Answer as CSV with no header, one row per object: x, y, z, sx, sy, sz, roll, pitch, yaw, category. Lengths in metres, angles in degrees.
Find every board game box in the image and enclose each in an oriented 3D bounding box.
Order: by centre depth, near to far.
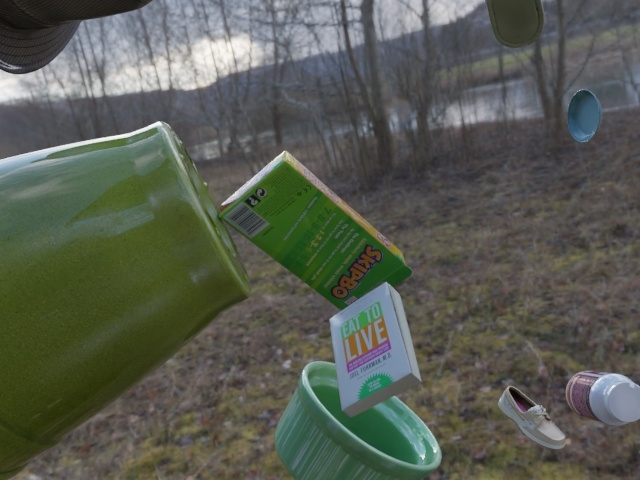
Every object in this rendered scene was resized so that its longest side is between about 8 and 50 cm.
0.000,0.000,0.949,0.124,0.259,0.039,-37,29,24,board game box

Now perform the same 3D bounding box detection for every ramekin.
0.060,0.378,1.316,0.303,0.148,0.303,30,11,-7,ramekin

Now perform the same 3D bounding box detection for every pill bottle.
0.485,0.267,1.188,0.086,0.086,0.152,-13,-7,-4,pill bottle

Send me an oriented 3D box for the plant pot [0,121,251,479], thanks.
-0.286,0.037,0.837,0.353,0.366,0.366,-26,12,-3,plant pot

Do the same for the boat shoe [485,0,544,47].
0.316,-0.498,1.163,0.127,0.340,0.113,-9,41,21,boat shoe

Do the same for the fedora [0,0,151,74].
-0.194,-0.262,0.526,0.124,0.275,0.243,6,48,15,fedora

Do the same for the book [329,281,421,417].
0.061,0.130,0.839,0.096,0.035,0.144,-32,36,18,book

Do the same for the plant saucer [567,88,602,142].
0.606,-0.284,1.594,0.021,0.119,0.119,-5,9,-14,plant saucer

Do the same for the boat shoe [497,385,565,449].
0.455,0.377,1.503,0.063,0.059,0.170,-14,36,-36,boat shoe
